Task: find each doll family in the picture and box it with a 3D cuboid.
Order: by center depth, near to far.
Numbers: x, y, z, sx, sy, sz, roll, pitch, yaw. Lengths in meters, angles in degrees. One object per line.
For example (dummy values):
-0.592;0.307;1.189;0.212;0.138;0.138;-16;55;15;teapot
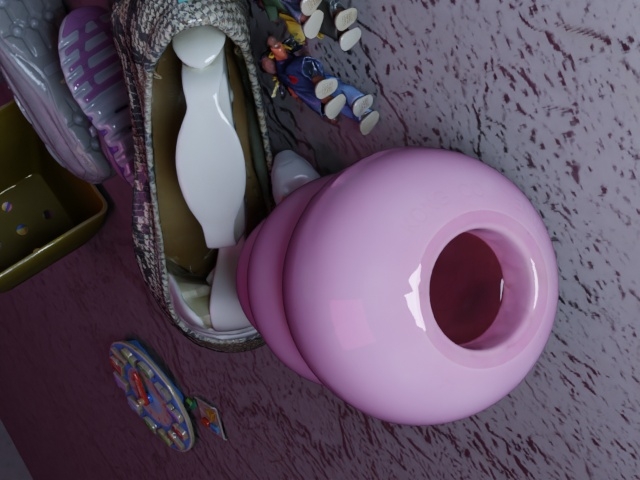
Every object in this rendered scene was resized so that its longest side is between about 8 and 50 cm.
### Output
-0.016;-0.162;0.999;0.111;0.076;0.193;30;144;37;doll family

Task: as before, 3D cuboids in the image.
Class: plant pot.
-0.440;-0.043;1.729;0.212;0.212;0.187;53;166;12;plant pot

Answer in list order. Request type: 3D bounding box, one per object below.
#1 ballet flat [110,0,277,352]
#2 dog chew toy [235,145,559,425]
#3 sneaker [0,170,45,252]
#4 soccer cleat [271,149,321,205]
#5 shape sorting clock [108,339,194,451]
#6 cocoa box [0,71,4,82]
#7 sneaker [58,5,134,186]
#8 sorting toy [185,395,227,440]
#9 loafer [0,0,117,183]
-0.105;-0.030;1.162;0.182;0.164;0.482;-113;13;-52;ballet flat
0.036;0.034;0.964;0.332;0.207;0.206;-1;116;63;dog chew toy
-0.503;-0.044;1.902;0.091;0.126;0.240;39;148;35;sneaker
0.000;0.000;1.158;0.076;0.068;0.196;-108;-1;-55;soccer cleat
-0.267;0.245;1.885;0.206;0.040;0.206;41;149;32;shape sorting clock
-0.579;-0.348;1.602;0.228;0.231;0.347;51;152;18;cocoa box
-0.230;-0.149;1.369;0.236;0.095;0.104;64;161;-11;sneaker
-0.169;0.256;1.756;0.083;0.012;0.062;20;134;51;sorting toy
-0.345;-0.211;1.473;0.111;0.112;0.319;-16;104;54;loafer
